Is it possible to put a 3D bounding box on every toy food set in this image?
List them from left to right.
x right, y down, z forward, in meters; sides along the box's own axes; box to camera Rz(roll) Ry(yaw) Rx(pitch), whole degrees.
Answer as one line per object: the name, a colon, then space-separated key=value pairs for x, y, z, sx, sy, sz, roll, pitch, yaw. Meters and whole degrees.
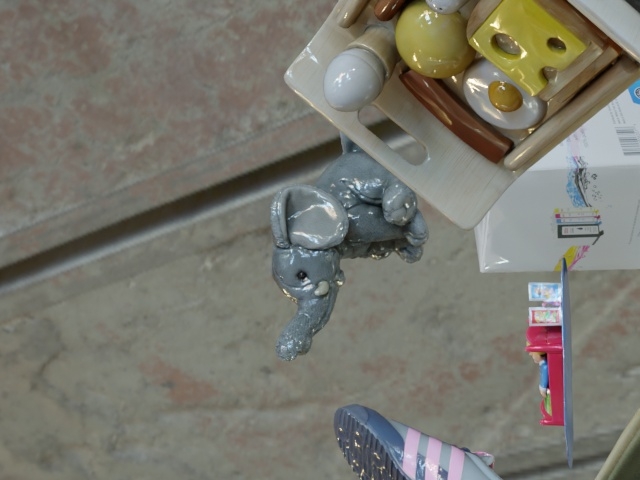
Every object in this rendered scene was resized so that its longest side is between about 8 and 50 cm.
toy food set: x=0.103 y=-0.134 z=0.855 sx=0.219 sy=0.092 sz=0.306 roll=40 pitch=154 yaw=-2

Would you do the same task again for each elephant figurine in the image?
elephant figurine: x=0.000 y=0.000 z=1.378 sx=0.239 sy=0.186 sz=0.169 roll=-27 pitch=123 yaw=-15

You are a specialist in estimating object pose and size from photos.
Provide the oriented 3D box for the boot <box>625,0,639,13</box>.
boot: x=0.561 y=-0.499 z=1.706 sx=0.445 sy=0.146 sz=0.367 roll=-8 pitch=142 yaw=-27

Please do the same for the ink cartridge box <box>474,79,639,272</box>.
ink cartridge box: x=0.299 y=-0.077 z=1.318 sx=0.232 sy=0.171 sz=0.168 roll=-1 pitch=133 yaw=1

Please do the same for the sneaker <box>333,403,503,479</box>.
sneaker: x=0.155 y=0.309 z=1.478 sx=0.319 sy=0.131 sz=0.112 roll=36 pitch=137 yaw=35

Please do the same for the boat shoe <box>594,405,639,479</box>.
boat shoe: x=0.188 y=0.106 z=0.541 sx=0.089 sy=0.105 sz=0.285 roll=8 pitch=126 yaw=-2

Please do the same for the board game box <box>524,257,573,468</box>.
board game box: x=0.185 y=0.099 z=0.904 sx=0.033 sy=0.169 sz=0.133 roll=-2 pitch=164 yaw=15
